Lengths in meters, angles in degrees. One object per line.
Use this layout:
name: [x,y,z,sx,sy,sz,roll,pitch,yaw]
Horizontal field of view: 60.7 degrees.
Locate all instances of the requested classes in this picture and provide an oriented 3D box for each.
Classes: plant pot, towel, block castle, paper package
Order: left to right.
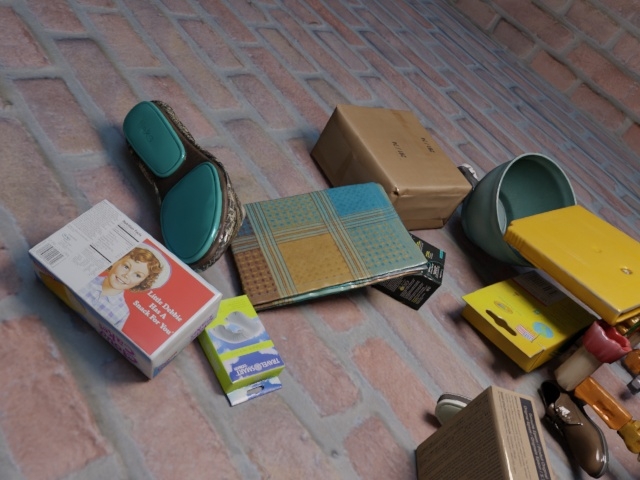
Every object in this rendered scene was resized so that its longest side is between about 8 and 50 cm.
towel: [0.000,0.000,1.137,0.370,0.040,0.271,-12,51,-15]
paper package: [0.185,-0.188,1.442,0.310,0.168,0.324,-5,51,-38]
plant pot: [0.503,-0.068,1.454,0.293,0.196,0.292,3,84,-28]
block castle: [0.748,0.285,1.204,0.453,0.212,0.303,-2,43,-47]

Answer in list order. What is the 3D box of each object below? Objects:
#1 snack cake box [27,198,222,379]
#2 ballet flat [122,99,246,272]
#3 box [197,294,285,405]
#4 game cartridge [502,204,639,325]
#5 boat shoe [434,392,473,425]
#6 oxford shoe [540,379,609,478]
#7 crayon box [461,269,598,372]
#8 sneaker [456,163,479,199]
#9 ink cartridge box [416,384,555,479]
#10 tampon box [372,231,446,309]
snack cake box: [-0.310,0.073,0.880,0.264,0.089,0.152,38,54,10]
ballet flat: [-0.245,-0.103,1.075,0.182,0.164,0.482,39,12,-52]
box: [-0.141,0.183,0.942,0.109,0.042,0.178,-10,54,-39]
game cartridge: [0.618,0.040,1.243,0.285,0.052,0.323,-12,40,-28]
boat shoe: [0.312,0.345,1.040,0.228,0.081,0.068,32,36,-11]
oxford shoe: [0.512,0.383,1.129,0.096,0.082,0.227,18,29,-13]
crayon box: [0.476,0.184,1.279,0.319,0.081,0.202,-10,42,-39]
sneaker: [0.460,-0.143,1.647,0.106,0.078,0.234,-9,50,-35]
ink cartridge box: [0.245,0.369,0.843,0.088,0.234,0.193,19,41,-14]
tampon box: [0.184,0.056,1.237,0.161,0.101,0.120,29,40,-3]
